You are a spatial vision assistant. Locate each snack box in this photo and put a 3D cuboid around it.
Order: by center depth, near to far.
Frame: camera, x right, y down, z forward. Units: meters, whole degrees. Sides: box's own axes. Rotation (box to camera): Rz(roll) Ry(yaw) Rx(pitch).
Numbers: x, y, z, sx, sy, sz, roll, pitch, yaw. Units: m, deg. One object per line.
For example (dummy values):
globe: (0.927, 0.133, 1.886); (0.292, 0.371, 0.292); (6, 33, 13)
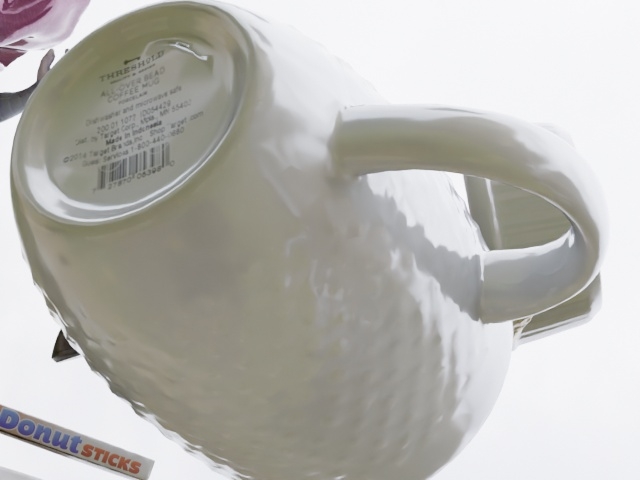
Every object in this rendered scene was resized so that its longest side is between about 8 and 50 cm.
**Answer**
snack box: (-0.228, 0.161, 0.892); (0.178, 0.022, 0.064); (24, -18, -16)

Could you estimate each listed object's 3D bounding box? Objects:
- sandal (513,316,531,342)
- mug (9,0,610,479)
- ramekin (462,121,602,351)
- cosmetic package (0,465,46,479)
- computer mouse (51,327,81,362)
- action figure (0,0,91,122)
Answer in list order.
sandal: (0.141, 0.051, 0.868); (0.079, 0.240, 0.088); (-10, -97, 38)
mug: (0.000, 0.000, 0.716); (0.374, 0.276, 0.328); (-7, -32, 24)
ramekin: (0.238, -0.013, 1.235); (0.127, 0.273, 0.272); (-11, -74, 9)
cosmetic package: (-0.472, 0.286, 1.069); (0.366, 0.196, 0.155); (31, -31, -35)
computer mouse: (-0.206, 0.086, 1.310); (0.262, 0.184, 0.060); (-20, -95, 45)
action figure: (-0.359, -0.205, 0.941); (0.276, 0.370, 0.248); (-16, -61, 35)
